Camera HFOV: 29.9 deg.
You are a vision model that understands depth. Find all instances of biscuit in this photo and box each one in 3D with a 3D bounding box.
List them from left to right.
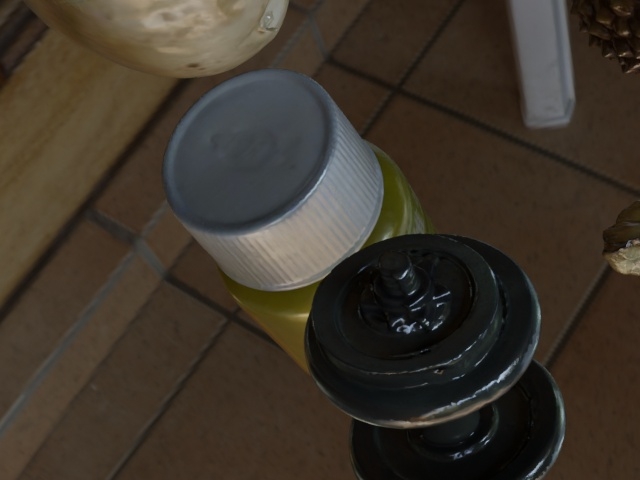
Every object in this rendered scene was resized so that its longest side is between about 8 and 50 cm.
[{"bbox_3d":[0.313,-0.013,0.930,0.183,0.061,0.118,-15,20,20],"label":"biscuit"}]

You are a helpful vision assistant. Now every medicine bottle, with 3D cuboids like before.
[{"bbox_3d":[0.000,0.000,1.272,0.224,0.384,0.224,-11,60,19],"label":"medicine bottle"}]

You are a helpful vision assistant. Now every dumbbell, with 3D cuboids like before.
[{"bbox_3d":[0.097,0.114,0.985,0.192,0.290,0.192,-12,43,11],"label":"dumbbell"}]

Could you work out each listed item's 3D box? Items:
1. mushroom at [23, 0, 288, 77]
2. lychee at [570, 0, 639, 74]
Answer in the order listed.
[{"bbox_3d":[-0.040,-0.230,0.602,0.290,0.292,0.293,-9,59,-1],"label":"mushroom"},{"bbox_3d":[0.337,-0.255,1.018,0.267,0.267,0.268,-8,60,13],"label":"lychee"}]
